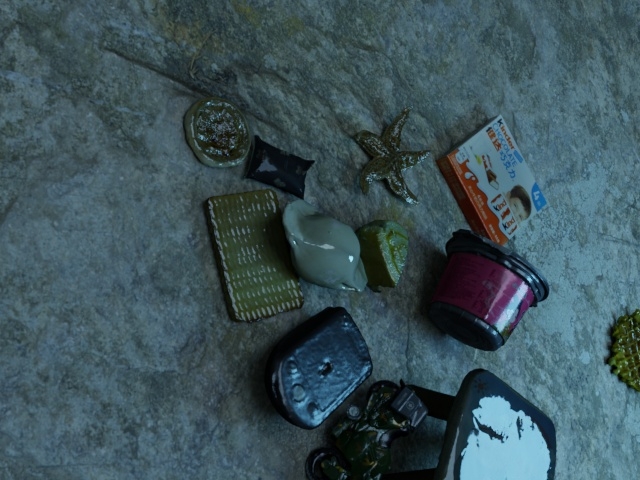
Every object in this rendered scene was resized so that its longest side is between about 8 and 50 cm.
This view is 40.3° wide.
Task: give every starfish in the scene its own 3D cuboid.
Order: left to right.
[{"bbox_3d":[0.165,-0.183,1.986,0.236,0.062,0.277,42,54,-24],"label":"starfish"}]

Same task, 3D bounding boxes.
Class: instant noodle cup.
[{"bbox_3d":[0.357,0.132,1.959,0.302,0.258,0.181,40,72,-24],"label":"instant noodle cup"}]

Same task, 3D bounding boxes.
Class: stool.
[{"bbox_3d":[0.309,0.460,1.828,0.310,0.226,0.310,39,58,-26],"label":"stool"}]

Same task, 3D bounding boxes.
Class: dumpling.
[{"bbox_3d":[0.000,0.000,1.764,0.252,0.131,0.179,31,38,-37],"label":"dumpling"}]

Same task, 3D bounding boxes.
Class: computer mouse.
[{"bbox_3d":[-0.018,0.253,1.699,0.269,0.100,0.170,-33,104,-44],"label":"computer mouse"}]

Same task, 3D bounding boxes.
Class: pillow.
[{"bbox_3d":[-0.084,-0.148,1.784,0.150,0.048,0.090,19,61,-32],"label":"pillow"}]

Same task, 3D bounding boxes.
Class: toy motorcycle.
[{"bbox_3d":[0.115,0.406,1.724,0.187,0.125,0.274,37,69,15],"label":"toy motorcycle"}]

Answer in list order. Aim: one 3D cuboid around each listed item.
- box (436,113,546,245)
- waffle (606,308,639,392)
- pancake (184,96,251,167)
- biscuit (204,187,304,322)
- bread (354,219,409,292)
[{"bbox_3d":[0.438,-0.146,2.203,0.265,0.048,0.273,-39,102,-38],"label":"box"},{"bbox_3d":[0.892,0.315,2.447,0.231,0.051,0.228,40,56,-25],"label":"waffle"},{"bbox_3d":[-0.200,-0.213,1.723,0.152,0.025,0.151,12,69,-36],"label":"pancake"},{"bbox_3d":[-0.130,0.029,1.714,0.172,0.029,0.254,-11,85,-41],"label":"biscuit"},{"bbox_3d":[0.121,0.021,1.867,0.110,0.103,0.156,41,46,-34],"label":"bread"}]
